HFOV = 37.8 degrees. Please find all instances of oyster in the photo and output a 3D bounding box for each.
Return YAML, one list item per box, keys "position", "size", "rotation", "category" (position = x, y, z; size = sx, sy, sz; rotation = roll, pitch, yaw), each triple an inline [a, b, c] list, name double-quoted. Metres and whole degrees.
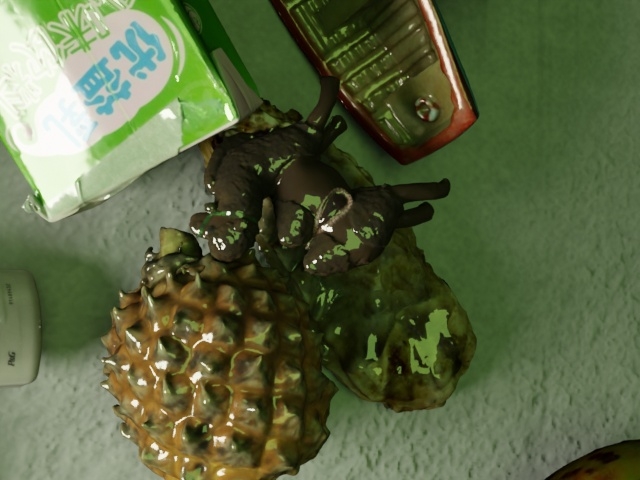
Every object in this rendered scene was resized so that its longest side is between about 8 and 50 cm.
- position: [0.002, -0.002, 0.740]
  size: [0.129, 0.078, 0.345]
  rotation: [-39, 100, -6]
  category: "oyster"

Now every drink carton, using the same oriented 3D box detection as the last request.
- position: [-0.177, -0.167, 0.636]
  size: [0.161, 0.108, 0.271]
  rotation: [-26, 101, 14]
  category: "drink carton"

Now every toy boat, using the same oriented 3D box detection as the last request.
- position: [0.001, -0.244, 0.736]
  size: [0.079, 0.136, 0.392]
  rotation: [-33, 91, -45]
  category: "toy boat"

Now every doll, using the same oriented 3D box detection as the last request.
- position: [-0.008, -0.031, 0.654]
  size: [0.139, 0.057, 0.165]
  rotation: [47, 62, 5]
  category: "doll"

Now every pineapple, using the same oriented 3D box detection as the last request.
- position: [-0.079, 0.081, 0.662]
  size: [0.166, 0.166, 0.193]
  rotation: [-18, 91, -16]
  category: "pineapple"

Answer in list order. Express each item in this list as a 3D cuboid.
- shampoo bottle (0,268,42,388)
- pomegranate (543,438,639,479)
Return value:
- position: [-0.302, 0.059, 0.612]
  size: [0.227, 0.056, 0.086]
  rotation: [2, 73, -37]
  category: "shampoo bottle"
- position: [0.255, 0.289, 0.740]
  size: [0.231, 0.231, 0.285]
  rotation: [-29, 135, -16]
  category: "pomegranate"
